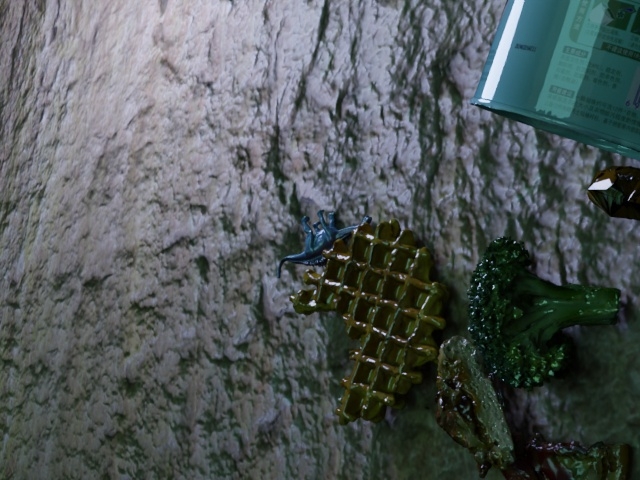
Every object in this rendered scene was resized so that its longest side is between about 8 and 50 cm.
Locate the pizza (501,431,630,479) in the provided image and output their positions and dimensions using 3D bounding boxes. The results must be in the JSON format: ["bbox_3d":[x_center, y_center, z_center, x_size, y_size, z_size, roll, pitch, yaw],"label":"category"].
[{"bbox_3d":[0.282,0.315,1.412,0.193,0.053,0.201,26,100,46],"label":"pizza"}]

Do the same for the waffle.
[{"bbox_3d":[0.084,0.110,1.659,0.260,0.069,0.293,-42,52,28],"label":"waffle"}]

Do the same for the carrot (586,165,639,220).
[{"bbox_3d":[0.426,-0.044,1.344,0.229,0.069,0.068,19,95,46],"label":"carrot"}]

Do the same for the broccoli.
[{"bbox_3d":[0.280,0.090,1.408,0.194,0.194,0.219,-30,37,38],"label":"broccoli"}]

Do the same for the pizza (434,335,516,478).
[{"bbox_3d":[0.192,0.232,1.448,0.194,0.069,0.154,-116,22,-58],"label":"pizza"}]

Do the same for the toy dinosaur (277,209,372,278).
[{"bbox_3d":[0.000,0.000,1.783,0.197,0.045,0.080,-30,63,27],"label":"toy dinosaur"}]

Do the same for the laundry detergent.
[{"bbox_3d":[0.356,-0.260,1.298,0.287,0.287,0.305,25,99,46],"label":"laundry detergent"}]
